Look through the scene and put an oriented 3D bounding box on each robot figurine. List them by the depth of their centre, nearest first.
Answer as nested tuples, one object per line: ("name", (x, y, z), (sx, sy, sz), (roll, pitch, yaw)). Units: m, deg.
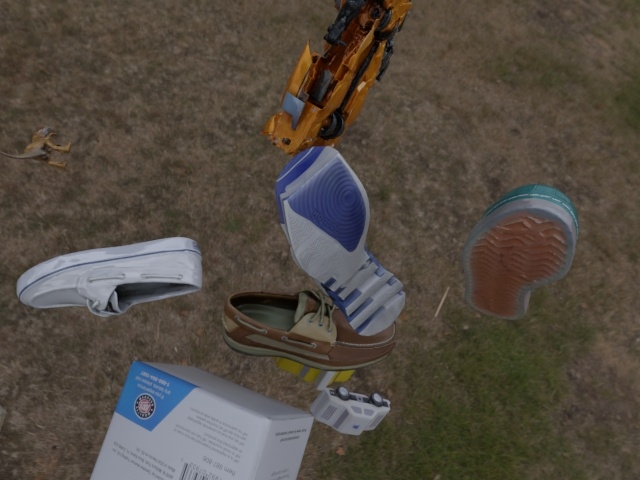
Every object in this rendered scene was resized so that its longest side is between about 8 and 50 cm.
("robot figurine", (0.031, -0.256, 0.669), (0.085, 0.291, 0.211), (33, 15, 14))

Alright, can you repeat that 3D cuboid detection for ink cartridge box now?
("ink cartridge box", (-0.216, 0.427, 0.740), (0.286, 0.166, 0.394), (12, 78, 28))

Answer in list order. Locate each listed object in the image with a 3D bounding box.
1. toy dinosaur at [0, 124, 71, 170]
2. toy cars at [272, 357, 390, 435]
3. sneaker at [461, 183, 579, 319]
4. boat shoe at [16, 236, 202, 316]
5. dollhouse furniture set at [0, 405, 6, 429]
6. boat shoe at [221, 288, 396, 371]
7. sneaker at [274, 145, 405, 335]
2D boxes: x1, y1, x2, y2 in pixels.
("toy dinosaur", (-0.597, -0.186, 0.987), (0.112, 0.064, 0.211), (13, 23, -19))
("toy cars", (0.039, 0.334, 1.026), (0.177, 0.393, 0.087), (-23, 35, 4))
("sneaker", (0.237, -0.002, 0.571), (0.108, 0.302, 0.121), (18, 70, 17))
("boat shoe", (-0.297, 0.063, 0.662), (0.258, 0.095, 0.084), (-15, 62, -3))
("dollhouse furniture set", (-0.831, 0.361, 0.995), (0.242, 0.161, 0.212), (28, 102, 22))
("boat shoe", (-0.024, 0.153, 0.847), (0.324, 0.120, 0.122), (3, 44, 1))
("sneaker", (0.001, 0.001, 0.713), (0.127, 0.315, 0.182), (-38, 40, -12))
